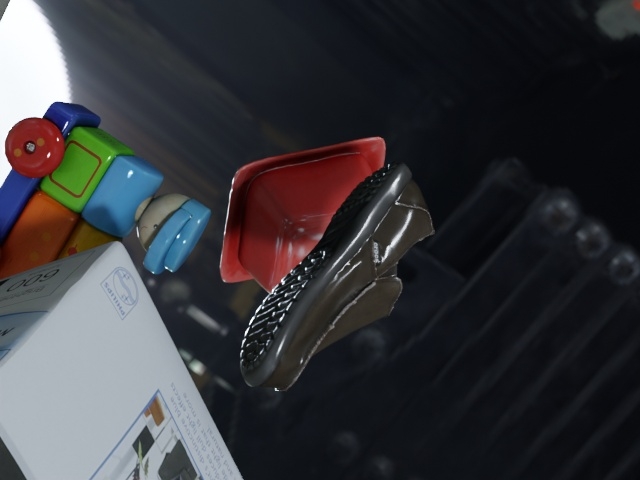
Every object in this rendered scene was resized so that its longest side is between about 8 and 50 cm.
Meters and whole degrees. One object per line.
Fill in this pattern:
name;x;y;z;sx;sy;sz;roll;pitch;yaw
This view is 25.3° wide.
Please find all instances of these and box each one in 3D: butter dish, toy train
butter dish;0.000;0.000;1.331;0.118;0.160;0.160;58;-30;38
toy train;-0.195;0.038;1.019;0.248;0.143;0.105;-58;172;7

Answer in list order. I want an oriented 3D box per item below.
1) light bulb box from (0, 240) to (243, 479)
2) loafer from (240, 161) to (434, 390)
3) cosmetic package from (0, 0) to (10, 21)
light bulb box;-0.281;0.213;0.852;0.358;0.225;0.361;-19;-163;24
loafer;0.024;0.035;1.073;0.220;0.078;0.080;-52;-166;-26
cosmetic package;-0.257;-0.041;0.623;0.309;0.160;0.113;-65;-170;-4
